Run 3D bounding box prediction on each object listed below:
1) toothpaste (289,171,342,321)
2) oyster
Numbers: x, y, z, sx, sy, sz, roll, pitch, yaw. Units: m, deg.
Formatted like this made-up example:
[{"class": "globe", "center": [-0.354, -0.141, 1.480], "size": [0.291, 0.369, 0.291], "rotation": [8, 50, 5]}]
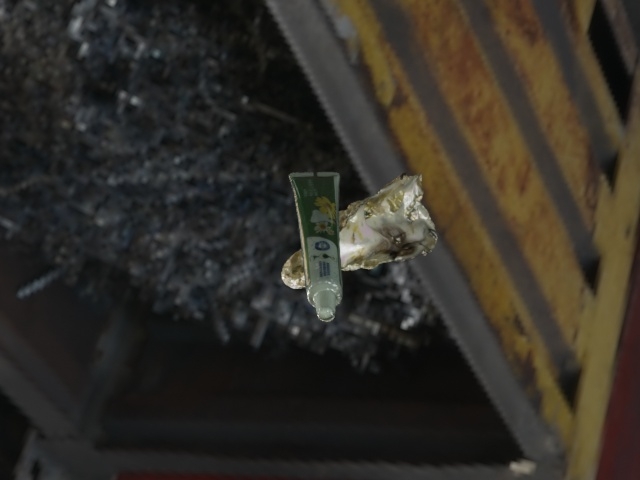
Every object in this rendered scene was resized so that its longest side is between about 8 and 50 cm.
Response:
[{"class": "toothpaste", "center": [0.000, 0.000, 1.518], "size": [0.049, 0.204, 0.031], "rotation": [-2, 130, -3]}, {"class": "oyster", "center": [0.042, -0.011, 1.634], "size": [0.200, 0.106, 0.061], "rotation": [-3, 174, -41]}]
